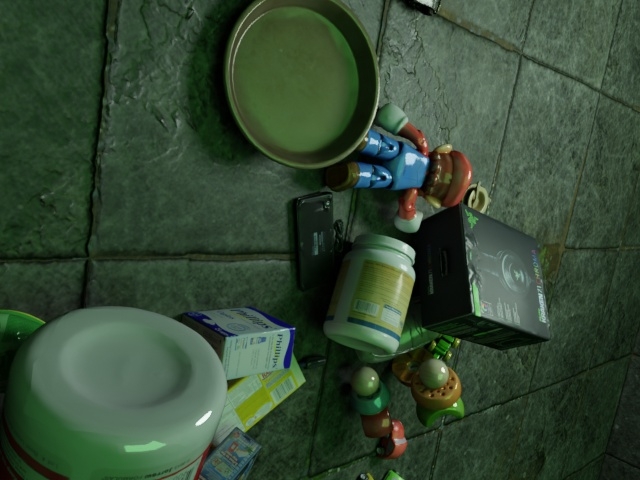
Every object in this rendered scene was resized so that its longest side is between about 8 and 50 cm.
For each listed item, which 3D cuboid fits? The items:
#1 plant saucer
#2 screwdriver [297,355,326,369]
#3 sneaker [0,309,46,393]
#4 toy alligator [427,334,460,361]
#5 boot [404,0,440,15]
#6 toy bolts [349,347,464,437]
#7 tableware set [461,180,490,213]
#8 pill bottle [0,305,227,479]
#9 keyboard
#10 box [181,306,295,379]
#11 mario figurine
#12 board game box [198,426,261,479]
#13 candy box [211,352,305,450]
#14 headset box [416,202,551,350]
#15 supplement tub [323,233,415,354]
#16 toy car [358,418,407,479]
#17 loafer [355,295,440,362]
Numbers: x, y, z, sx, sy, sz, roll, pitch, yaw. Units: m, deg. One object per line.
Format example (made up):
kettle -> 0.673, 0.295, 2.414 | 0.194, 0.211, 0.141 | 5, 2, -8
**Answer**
plant saucer -> -0.027, -0.251, 0.880 | 0.278, 0.041, 0.277 | -5, 101, -30
screwdriver -> -0.056, 0.242, 1.060 | 0.170, 0.025, 0.024 | -4, 106, -43
sneaker -> -0.408, 0.120, 0.616 | 0.296, 0.124, 0.109 | 34, 79, -47
toy alligator -> 0.317, 0.239, 1.393 | 0.189, 0.056, 0.051 | -55, 173, -14
boot -> 0.225, -0.540, 1.043 | 0.263, 0.091, 0.228 | -5, 112, -38
toy bolts -> 0.165, 0.290, 1.191 | 0.229, 0.218, 0.158 | -18, 126, -1
tableware set -> 0.353, -0.044, 1.333 | 0.128, 0.039, 0.194 | 30, 82, -39
pill bottle -> -0.275, 0.302, 0.683 | 0.229, 0.229, 0.407 | -1, 123, -43
keyboard -> 0.000, 0.000, 1.037 | 0.108, 0.023, 0.180 | -15, 114, -33
box -> -0.133, 0.159, 0.889 | 0.137, 0.126, 0.072 | 1, 101, -44
mario figurine -> 0.149, -0.136, 1.093 | 0.321, 0.170, 0.198 | 9, 133, -34
board game box -> -0.199, 0.434, 0.906 | 0.194, 0.060, 0.194 | -29, 147, -56
candy box -> -0.124, 0.276, 0.993 | 0.206, 0.027, 0.105 | -35, 123, -24
headset box -> 0.337, 0.081, 1.190 | 0.283, 0.131, 0.246 | 20, 59, -32
supplement tub -> 0.097, 0.102, 1.059 | 0.144, 0.144, 0.199 | 35, 65, -44
toy car -> 0.168, 0.579, 1.358 | 0.239, 0.053, 0.225 | -51, 131, -18
loafer -> 0.200, 0.174, 1.202 | 0.320, 0.111, 0.111 | -21, 87, -41
